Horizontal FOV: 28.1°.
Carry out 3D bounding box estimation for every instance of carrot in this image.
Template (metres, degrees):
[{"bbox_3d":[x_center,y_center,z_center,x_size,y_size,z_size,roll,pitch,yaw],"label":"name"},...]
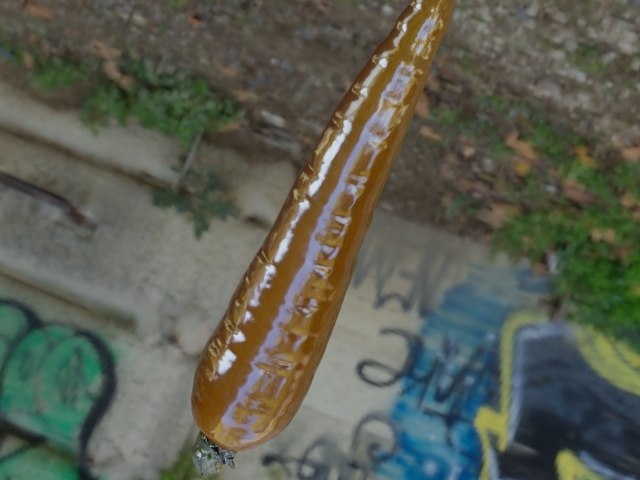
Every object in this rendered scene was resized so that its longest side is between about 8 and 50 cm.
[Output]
[{"bbox_3d":[0.000,0.000,0.723,0.069,0.336,0.069,24,-161,-9],"label":"carrot"}]
